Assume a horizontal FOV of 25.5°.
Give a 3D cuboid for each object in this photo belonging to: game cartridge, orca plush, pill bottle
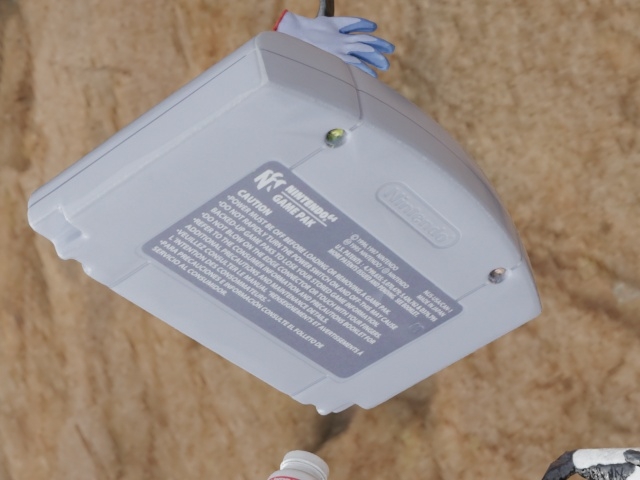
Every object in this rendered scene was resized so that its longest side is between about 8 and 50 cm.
[{"bbox_3d":[0.000,0.000,0.836,0.196,0.294,0.060,-28,49,23],"label":"game cartridge"},{"bbox_3d":[0.352,0.264,1.454,0.287,0.151,0.102,-9,79,40],"label":"orca plush"},{"bbox_3d":[-0.043,0.365,1.897,0.087,0.160,0.087,13,138,11],"label":"pill bottle"}]

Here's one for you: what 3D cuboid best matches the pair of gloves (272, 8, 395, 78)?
[{"bbox_3d":[-0.011,-0.193,1.661,0.159,0.198,0.023,18,152,19],"label":"pair of gloves"}]

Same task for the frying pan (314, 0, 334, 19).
[{"bbox_3d":[0.002,-0.264,1.952,0.053,0.197,0.326,-26,83,25],"label":"frying pan"}]
